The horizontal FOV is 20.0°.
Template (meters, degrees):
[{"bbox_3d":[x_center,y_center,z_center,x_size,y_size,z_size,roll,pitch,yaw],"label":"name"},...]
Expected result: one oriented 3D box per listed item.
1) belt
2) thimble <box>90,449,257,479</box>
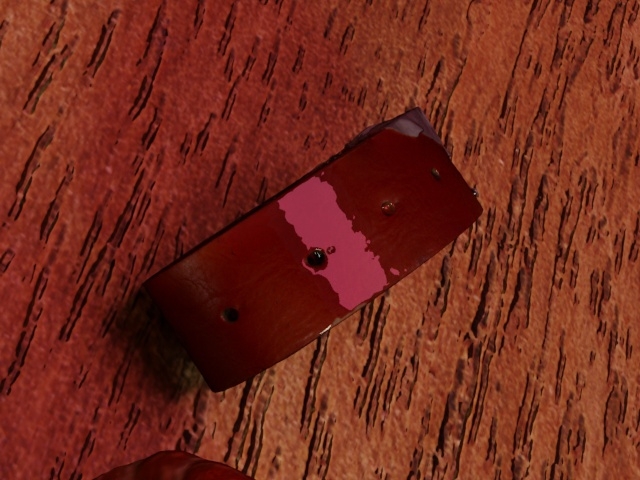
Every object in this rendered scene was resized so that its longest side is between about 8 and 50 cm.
[{"bbox_3d":[0.000,0.000,1.462,0.324,0.227,0.115,-35,95,-49],"label":"belt"},{"bbox_3d":[-0.067,0.314,1.115,0.230,0.350,0.350,32,47,-27],"label":"thimble"}]
